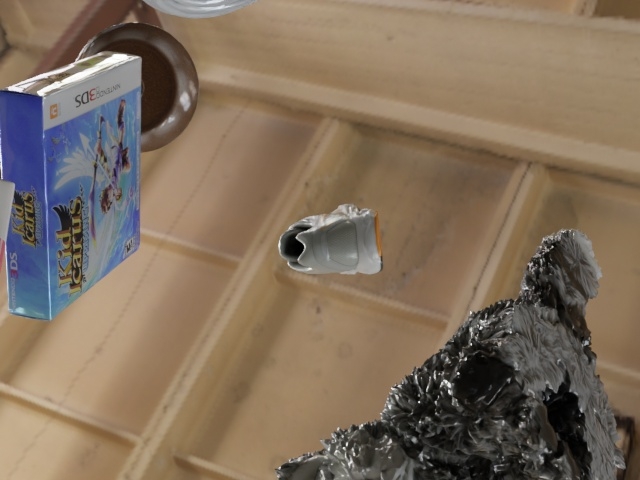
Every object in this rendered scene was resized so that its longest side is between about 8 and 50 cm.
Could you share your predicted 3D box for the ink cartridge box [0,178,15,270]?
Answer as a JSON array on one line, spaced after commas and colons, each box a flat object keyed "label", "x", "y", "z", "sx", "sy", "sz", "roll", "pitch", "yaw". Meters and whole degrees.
[{"label": "ink cartridge box", "x": -0.395, "y": 0.048, "z": 1.060, "sx": 0.092, "sy": 0.218, "sz": 0.159, "roll": 16, "pitch": -130, "yaw": -24}]

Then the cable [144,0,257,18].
[{"label": "cable", "x": -0.107, "y": -0.357, "z": 1.156, "sx": 0.257, "sy": 0.257, "sz": 0.089, "roll": -30, "pitch": -109, "yaw": -9}]

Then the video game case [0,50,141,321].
[{"label": "video game case", "x": -0.293, "y": -0.074, "z": 1.255, "sx": 0.061, "sy": 0.270, "sz": 0.244, "roll": 10, "pitch": -158, "yaw": 14}]

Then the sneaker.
[{"label": "sneaker", "x": 0.000, "y": 0.000, "z": 1.371, "sx": 0.121, "sy": 0.262, "sz": 0.099, "roll": -4, "pitch": -92, "yaw": -9}]

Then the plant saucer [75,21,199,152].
[{"label": "plant saucer", "x": -0.285, "y": -0.231, "z": 1.573, "sx": 0.198, "sy": 0.199, "sz": 0.036, "roll": -16, "pitch": -173, "yaw": 3}]

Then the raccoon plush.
[{"label": "raccoon plush", "x": 0.154, "y": 0.188, "z": 1.119, "sx": 0.299, "sy": 0.216, "sz": 0.446, "roll": -28, "pitch": -174, "yaw": 32}]
